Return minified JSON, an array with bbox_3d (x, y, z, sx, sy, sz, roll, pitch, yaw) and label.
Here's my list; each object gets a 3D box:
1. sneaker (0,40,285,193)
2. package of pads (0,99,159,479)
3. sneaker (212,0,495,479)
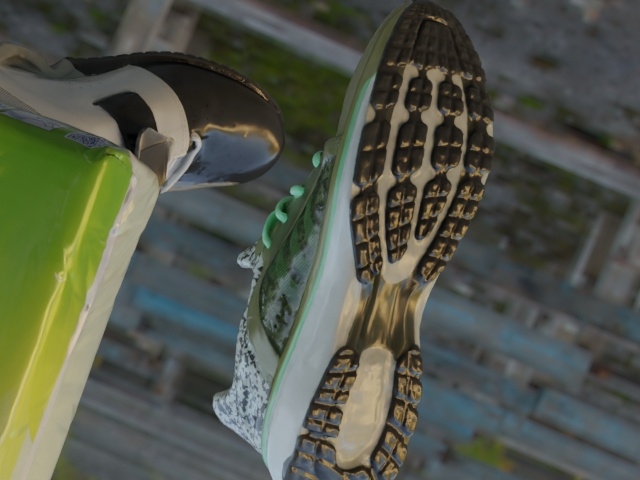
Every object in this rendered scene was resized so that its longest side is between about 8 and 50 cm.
[{"bbox_3d":[-0.159,-0.048,1.314,0.331,0.122,0.146,3,-136,-32],"label":"sneaker"},{"bbox_3d":[-0.242,0.054,1.050,0.229,0.296,0.101,22,-179,16],"label":"package of pads"},{"bbox_3d":[0.000,0.000,1.579,0.182,0.410,0.158,20,-175,42],"label":"sneaker"}]
